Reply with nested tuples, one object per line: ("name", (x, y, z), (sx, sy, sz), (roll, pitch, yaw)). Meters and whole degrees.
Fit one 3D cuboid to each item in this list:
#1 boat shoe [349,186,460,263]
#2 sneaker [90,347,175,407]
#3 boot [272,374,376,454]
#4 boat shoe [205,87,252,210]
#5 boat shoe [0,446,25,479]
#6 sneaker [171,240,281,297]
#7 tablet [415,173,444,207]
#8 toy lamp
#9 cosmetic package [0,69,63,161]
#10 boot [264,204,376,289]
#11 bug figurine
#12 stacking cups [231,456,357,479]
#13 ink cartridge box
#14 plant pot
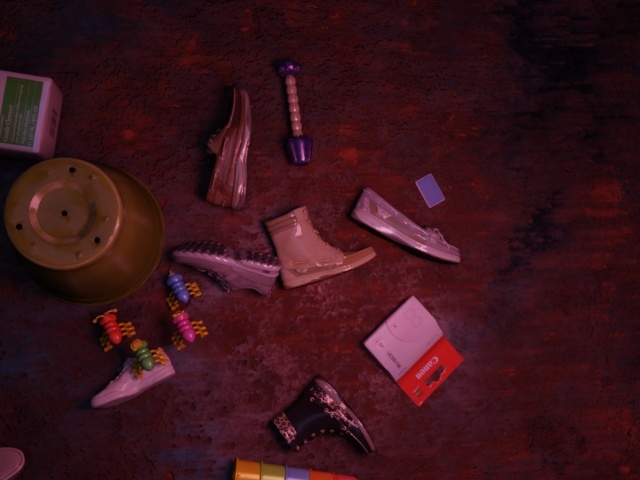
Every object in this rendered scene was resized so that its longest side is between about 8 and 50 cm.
("boat shoe", (0.237, -0.030, 1.798), (0.320, 0.118, 0.103), (26, 84, 2))
("sneaker", (-0.473, 0.338, 1.666), (0.212, 0.080, 0.094), (-24, 76, -18))
("boot", (0.009, 0.484, 1.713), (0.178, 0.085, 0.236), (-39, 84, -9))
("boat shoe", (-0.240, -0.243, 1.747), (0.116, 0.123, 0.325), (5, 81, -6))
("boat shoe", (-0.846, 0.588, 1.570), (0.335, 0.096, 0.112), (-23, 51, -15))
("sneaker", (-0.246, 0.079, 1.711), (0.281, 0.105, 0.115), (13, 108, 5))
("tablet", (0.305, -0.139, 1.876), (0.054, 0.006, 0.083), (-29, 89, -12))
("toy lamp", (-0.067, -0.337, 1.806), (0.080, 0.080, 0.275), (-5, 83, -10))
("cosmetic package", (-0.840, -0.313, 1.641), (0.365, 0.155, 0.197), (6, 85, -9))
("boot", (0.000, 0.000, 1.767), (0.261, 0.095, 0.204), (-18, 85, -4))
("bug figurine", (-0.410, 0.204, 1.662), (0.279, 0.072, 0.216), (-32, 62, -13))
("stacking cups", (-0.064, 0.611, 1.679), (0.316, 0.096, 0.096), (12, 81, -8))
("ink cartridge box", (0.251, 0.293, 1.790), (0.189, 0.066, 0.232), (-43, 87, -12))
("plant pot", (-0.557, -0.039, 1.550), (0.366, 0.353, 0.367), (1, 82, -9))
